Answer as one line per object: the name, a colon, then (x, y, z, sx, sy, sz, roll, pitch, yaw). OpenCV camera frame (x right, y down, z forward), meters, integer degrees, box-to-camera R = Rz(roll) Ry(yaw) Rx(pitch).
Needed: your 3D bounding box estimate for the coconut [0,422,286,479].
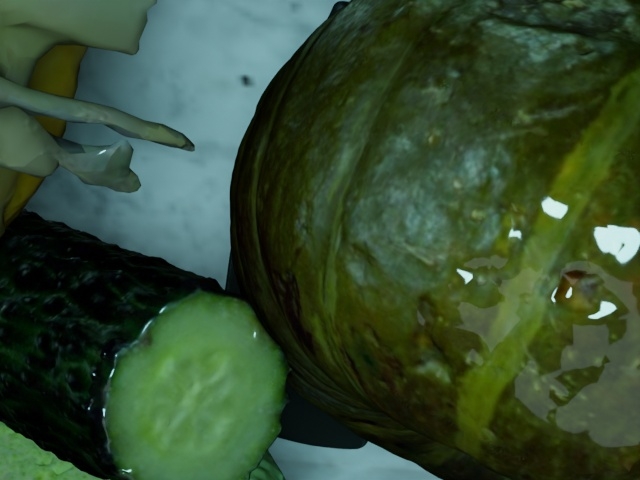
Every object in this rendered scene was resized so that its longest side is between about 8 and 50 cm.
coconut: (-0.090, 0.154, 0.678, 0.235, 0.204, 0.236, 13, 128, 17)

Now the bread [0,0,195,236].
bread: (-0.203, -0.051, 0.529, 0.388, 0.183, 0.236, -33, 87, 31)

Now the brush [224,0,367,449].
brush: (0.000, 0.000, 0.655, 0.063, 0.016, 0.193, 14, 131, 5)

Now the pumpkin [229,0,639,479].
pumpkin: (0.076, -0.001, 0.534, 0.219, 0.162, 0.219, 31, 174, 4)

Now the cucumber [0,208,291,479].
cucumber: (-0.119, 0.016, 0.605, 0.293, 0.067, 0.067, 17, 142, 49)
